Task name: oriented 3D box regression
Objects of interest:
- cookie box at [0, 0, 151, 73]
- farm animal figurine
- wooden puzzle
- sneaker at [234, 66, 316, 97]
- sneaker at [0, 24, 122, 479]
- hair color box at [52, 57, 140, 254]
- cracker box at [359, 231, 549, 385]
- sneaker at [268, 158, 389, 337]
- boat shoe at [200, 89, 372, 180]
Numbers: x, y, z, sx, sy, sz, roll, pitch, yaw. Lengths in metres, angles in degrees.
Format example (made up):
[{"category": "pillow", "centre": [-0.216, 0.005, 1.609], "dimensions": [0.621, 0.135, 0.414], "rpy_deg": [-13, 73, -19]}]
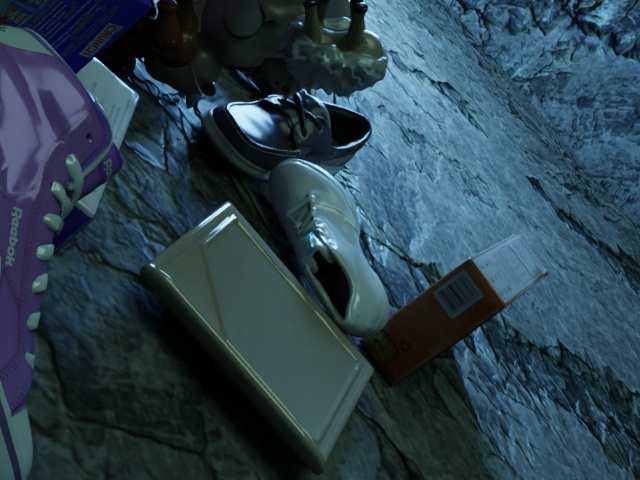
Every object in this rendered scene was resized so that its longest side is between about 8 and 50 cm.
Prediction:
[{"category": "cookie box", "centre": [-0.186, -0.163, 0.730], "dimensions": [0.107, 0.092, 0.040], "rpy_deg": [20, 41, -52]}, {"category": "farm animal figurine", "centre": [-0.108, -0.240, 1.146], "dimensions": [0.327, 0.172, 0.330], "rpy_deg": [1, 39, -7]}, {"category": "wooden puzzle", "centre": [-0.052, 0.080, 0.964], "dimensions": [0.221, 0.044, 0.238], "rpy_deg": [50, 18, -4]}, {"category": "sneaker", "centre": [-0.082, -0.221, 1.337], "dimensions": [0.077, 0.072, 0.178], "rpy_deg": [-12, 57, -52]}, {"category": "sneaker", "centre": [-0.174, 0.003, 0.628], "dimensions": [0.161, 0.102, 0.282], "rpy_deg": [-12, 87, -37]}, {"category": "hair color box", "centre": [-0.296, -0.140, 0.742], "dimensions": [0.339, 0.110, 0.185], "rpy_deg": [43, 25, -23]}, {"category": "cracker box", "centre": [0.156, 0.071, 1.211], "dimensions": [0.067, 0.156, 0.232], "rpy_deg": [54, 22, 8]}, {"category": "sneaker", "centre": [0.000, 0.000, 1.114], "dimensions": [0.212, 0.080, 0.094], "rpy_deg": [61, 18, 18]}, {"category": "boat shoe", "centre": [-0.031, -0.129, 1.239], "dimensions": [0.102, 0.092, 0.285], "rpy_deg": [59, 24, 17]}]
